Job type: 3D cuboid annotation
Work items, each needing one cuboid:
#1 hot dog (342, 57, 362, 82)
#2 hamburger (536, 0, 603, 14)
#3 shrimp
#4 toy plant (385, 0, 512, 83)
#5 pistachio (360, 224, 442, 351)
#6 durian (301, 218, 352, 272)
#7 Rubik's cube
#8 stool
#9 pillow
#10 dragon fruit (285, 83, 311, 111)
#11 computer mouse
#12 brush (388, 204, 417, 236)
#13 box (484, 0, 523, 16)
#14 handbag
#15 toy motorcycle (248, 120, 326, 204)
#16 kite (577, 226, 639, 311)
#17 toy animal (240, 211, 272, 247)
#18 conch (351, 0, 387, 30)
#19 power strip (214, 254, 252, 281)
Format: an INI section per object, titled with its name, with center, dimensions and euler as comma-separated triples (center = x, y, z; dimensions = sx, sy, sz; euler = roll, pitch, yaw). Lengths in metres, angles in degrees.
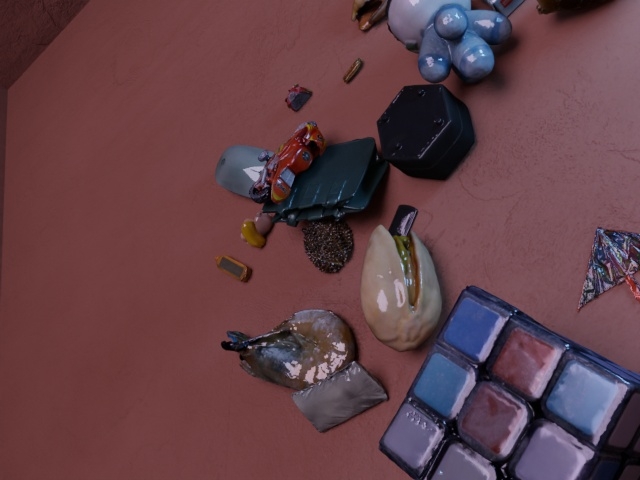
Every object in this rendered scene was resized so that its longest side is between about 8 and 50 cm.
[hot dog]
center = 0.097, -0.503, 2.043
dimensions = 0.083, 0.021, 0.037
euler = -49, 27, 19
[hamburger]
center = 0.579, -0.626, 1.520
dimensions = 0.286, 0.243, 0.146
euler = -31, 55, 48
[shrimp]
center = -0.096, 0.283, 1.838
dimensions = 0.445, 0.110, 0.221
euler = -1, 66, 37
[toy plant]
center = 0.327, -0.509, 1.696
dimensions = 0.247, 0.247, 0.332
euler = -44, 49, 19
[pistachio]
center = 0.184, 0.112, 1.614
dimensions = 0.187, 0.187, 0.300
euler = -24, 52, 32
[durian]
center = 0.000, 0.000, 1.872
dimensions = 0.188, 0.091, 0.149
euler = 33, 95, 46
[Rubik's cube]
center = 0.384, 0.335, 1.218
dimensions = 0.358, 0.362, 0.363
euler = 34, 95, 46
[stool]
center = 0.261, -0.271, 1.719
dimensions = 0.232, 0.141, 0.232
euler = -17, 63, 36
[pillow]
center = 0.042, 0.380, 1.669
dimensions = 0.229, 0.128, 0.051
euler = -33, 9, 27
[dragon fruit]
center = -0.077, -0.453, 2.149
dimensions = 0.083, 0.056, 0.060
euler = -46, 50, 20
[computer mouse]
center = -0.229, -0.220, 2.162
dimensions = 0.288, 0.097, 0.160
euler = 19, 83, 45
[brush]
center = 0.189, -0.001, 1.757
dimensions = 0.062, 0.016, 0.194
euler = 19, 85, 45
[box]
center = 0.509, -0.700, 1.720
dimensions = 0.269, 0.079, 0.135
euler = -43, 49, 20
[handbag]
center = 0.011, -0.154, 1.879
dimensions = 0.326, 0.089, 0.239
euler = -5, 46, 38
[toy motorcycle]
center = -0.082, -0.221, 1.885
dimensions = 0.171, 0.089, 0.298
euler = 11, 61, 49
[kite]
center = 0.597, 0.052, 1.382
dimensions = 0.232, 0.009, 0.189
euler = -39, 52, 25
[toy animal]
center = -0.203, -0.042, 2.075
dimensions = 0.082, 0.091, 0.114
euler = 28, 93, 58
[conch]
center = 0.186, -0.743, 2.017
dimensions = 0.158, 0.127, 0.255
euler = 53, 136, 10
[power strip]
center = -0.273, 0.081, 2.121
dimensions = 0.178, 0.028, 0.049
euler = 23, 89, 44
